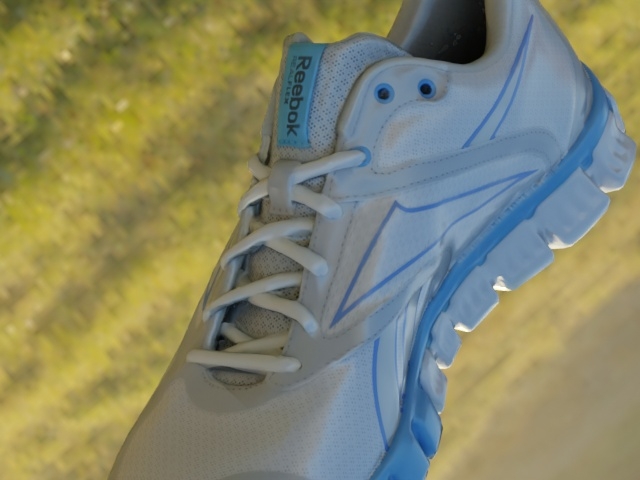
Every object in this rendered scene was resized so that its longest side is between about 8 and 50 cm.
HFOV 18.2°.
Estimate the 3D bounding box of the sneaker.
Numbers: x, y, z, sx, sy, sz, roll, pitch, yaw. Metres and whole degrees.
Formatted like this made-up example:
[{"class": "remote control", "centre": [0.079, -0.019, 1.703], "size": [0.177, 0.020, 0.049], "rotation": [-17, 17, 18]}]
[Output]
[{"class": "sneaker", "centre": [0.000, 0.000, 0.451], "size": [0.190, 0.071, 0.083], "rotation": [-54, 131, -35]}]
